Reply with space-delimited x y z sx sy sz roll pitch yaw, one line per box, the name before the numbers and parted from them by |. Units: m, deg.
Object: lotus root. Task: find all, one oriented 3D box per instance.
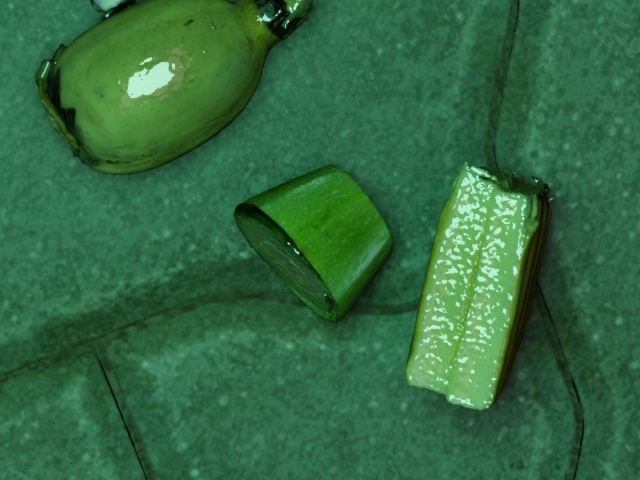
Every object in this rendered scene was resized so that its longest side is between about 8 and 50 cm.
lotus root | -0.146 -0.186 1.875 0.310 0.183 0.183 -30 100 -1

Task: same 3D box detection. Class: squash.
squash | 0.000 0.000 1.932 0.123 0.170 0.170 -36 100 -13

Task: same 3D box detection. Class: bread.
bread | 0.177 0.038 1.907 0.111 0.239 0.246 15 98 9

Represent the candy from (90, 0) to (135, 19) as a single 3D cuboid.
candy | -0.147 -0.342 1.866 0.265 0.155 0.116 -28 97 -1
